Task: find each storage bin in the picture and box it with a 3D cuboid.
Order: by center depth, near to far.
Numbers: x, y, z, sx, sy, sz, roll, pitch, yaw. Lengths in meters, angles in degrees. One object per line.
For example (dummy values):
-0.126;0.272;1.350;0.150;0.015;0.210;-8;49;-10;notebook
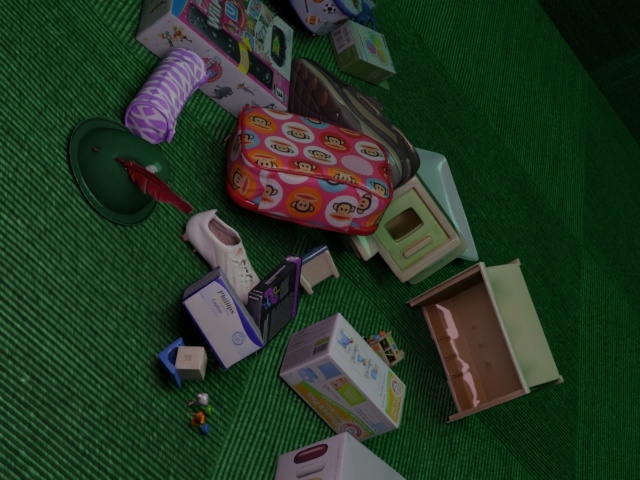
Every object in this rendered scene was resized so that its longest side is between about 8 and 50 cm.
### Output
0.319;0.204;2.095;0.123;0.260;0.262;-8;73;-38;storage bin

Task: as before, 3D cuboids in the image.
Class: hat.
-0.250;-0.125;1.573;0.173;0.183;0.209;-29;94;-54;hat

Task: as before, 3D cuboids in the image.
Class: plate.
0.240;-0.082;2.378;0.277;0.045;0.278;6;63;-52;plate

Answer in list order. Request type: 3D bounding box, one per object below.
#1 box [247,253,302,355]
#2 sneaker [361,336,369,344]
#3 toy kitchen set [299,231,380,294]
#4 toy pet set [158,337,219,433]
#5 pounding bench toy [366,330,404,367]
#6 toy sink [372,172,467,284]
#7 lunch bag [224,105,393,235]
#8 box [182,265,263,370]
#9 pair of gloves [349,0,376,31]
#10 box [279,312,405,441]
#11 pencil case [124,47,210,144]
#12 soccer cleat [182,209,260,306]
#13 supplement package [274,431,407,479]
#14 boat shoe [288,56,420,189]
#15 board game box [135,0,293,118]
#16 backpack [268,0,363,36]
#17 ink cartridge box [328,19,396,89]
-0.078;0.106;1.746;0.162;0.029;0.116;-45;146;-58;box
0.063;0.218;1.913;0.040;0.043;0.109;44;39;-31;sneaker
0.000;0.000;1.965;0.122;0.166;0.207;59;-4;-8;toy kitchen set
-0.200;0.209;1.554;0.114;0.065;0.122;80;13;-52;toy pet set
0.122;0.206;1.997;0.083;0.052;0.065;-23;87;-58;pounding bench toy
0.190;-0.014;2.122;0.234;0.152;0.131;54;9;-17;toy sink
-0.023;-0.140;1.868;0.293;0.120;0.258;14;36;-15;lunch bag
-0.150;0.117;1.599;0.126;0.072;0.137;58;-3;-7;box
0.063;-0.572;2.470;0.198;0.023;0.159;42;35;-14;pair of gloves
0.042;0.242;1.798;0.203;0.114;0.103;48;34;-23;box
-0.255;-0.243;1.746;0.088;0.086;0.206;20;43;-1;pencil case
-0.145;0.034;1.716;0.196;0.076;0.068;51;34;-19;soccer cleat
0.031;0.467;1.595;0.204;0.145;0.262;43;37;-30;supplement package
0.061;-0.230;2.074;0.130;0.132;0.355;-16;60;-42;boat shoe
-0.188;-0.382;1.937;0.303;0.097;0.224;35;42;-36;board game box
-0.004;-0.585;2.255;0.263;0.213;0.276;64;28;-20;backpack
0.113;-0.431;2.428;0.209;0.062;0.109;10;58;-52;ink cartridge box
